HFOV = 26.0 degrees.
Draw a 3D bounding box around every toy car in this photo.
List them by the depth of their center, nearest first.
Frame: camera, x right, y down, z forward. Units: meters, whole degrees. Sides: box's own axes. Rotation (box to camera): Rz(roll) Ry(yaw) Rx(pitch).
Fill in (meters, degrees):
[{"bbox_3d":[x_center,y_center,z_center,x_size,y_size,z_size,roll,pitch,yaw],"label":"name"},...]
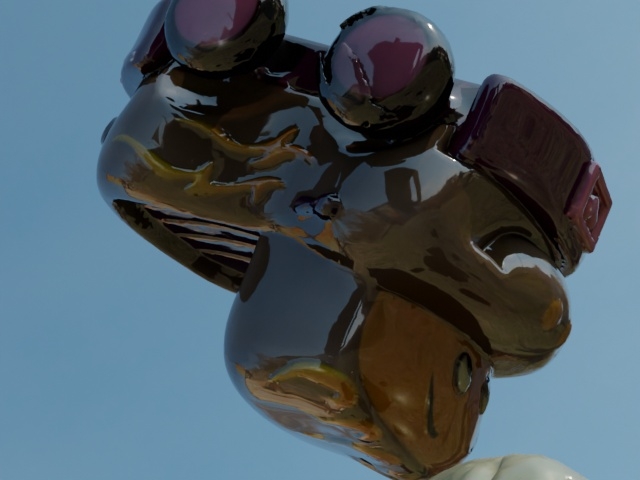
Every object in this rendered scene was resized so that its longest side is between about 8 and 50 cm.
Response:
[{"bbox_3d":[0.000,0.000,0.878,0.240,0.340,0.271,-64,-29,-13],"label":"toy car"}]

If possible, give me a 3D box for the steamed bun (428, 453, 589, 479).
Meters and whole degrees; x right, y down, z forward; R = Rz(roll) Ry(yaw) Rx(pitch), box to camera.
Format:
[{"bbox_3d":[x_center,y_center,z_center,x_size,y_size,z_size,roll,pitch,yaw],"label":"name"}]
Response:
[{"bbox_3d":[0.082,0.270,0.463,0.255,0.368,0.342,21,-31,-29],"label":"steamed bun"}]
